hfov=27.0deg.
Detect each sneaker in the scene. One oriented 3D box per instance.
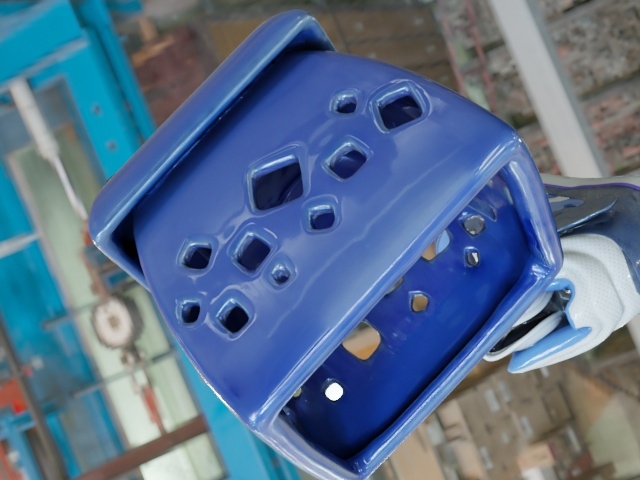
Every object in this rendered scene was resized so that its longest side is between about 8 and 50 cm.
[{"bbox_3d":[0.186,0.035,1.311,0.323,0.130,0.236,-7,-157,47],"label":"sneaker"}]

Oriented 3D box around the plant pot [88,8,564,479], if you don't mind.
[{"bbox_3d":[0.000,0.000,0.890,0.236,0.212,0.236,-47,153,-3],"label":"plant pot"}]
